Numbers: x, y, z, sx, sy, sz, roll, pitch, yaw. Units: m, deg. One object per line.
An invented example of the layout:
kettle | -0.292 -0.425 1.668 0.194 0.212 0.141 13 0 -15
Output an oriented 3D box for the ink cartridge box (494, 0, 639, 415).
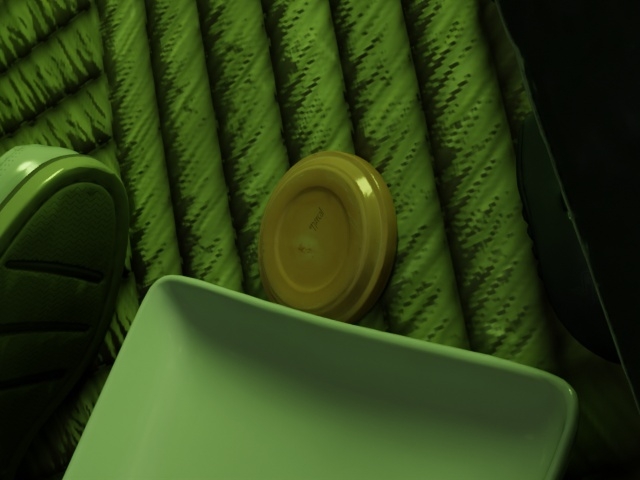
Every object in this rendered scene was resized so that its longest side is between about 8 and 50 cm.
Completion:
ink cartridge box | 0.179 0.047 0.388 0.176 0.069 0.371 -25 82 40

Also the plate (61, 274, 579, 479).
plate | -0.035 0.164 0.601 0.278 0.045 0.277 11 75 49

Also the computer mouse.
computer mouse | 0.093 -0.068 0.561 0.071 0.041 0.242 -31 62 38

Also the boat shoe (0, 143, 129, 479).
boat shoe | -0.202 0.072 0.779 0.103 0.113 0.302 39 112 35

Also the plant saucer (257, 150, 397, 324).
plant saucer | 0.000 0.000 0.660 0.083 0.013 0.083 -9 77 43
